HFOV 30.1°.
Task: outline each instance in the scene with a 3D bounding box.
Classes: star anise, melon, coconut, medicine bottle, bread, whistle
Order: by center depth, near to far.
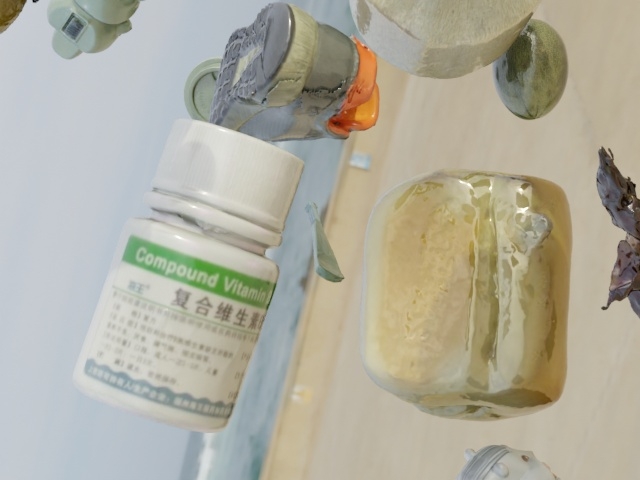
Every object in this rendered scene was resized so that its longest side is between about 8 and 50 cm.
[{"bbox_3d":[-0.103,0.028,0.977,0.139,0.139,0.236,160,131,-85],"label":"medicine bottle"},{"bbox_3d":[0.326,-0.007,1.097,0.053,0.157,0.212,-130,27,-64],"label":"star anise"},{"bbox_3d":[0.146,-0.317,1.345,0.266,0.237,0.237,76,-154,-77],"label":"coconut"},{"bbox_3d":[0.268,-0.219,1.519,0.098,0.098,0.130,139,130,-83],"label":"melon"},{"bbox_3d":[-0.296,-0.306,1.556,0.253,0.106,0.101,-36,78,53],"label":"whistle"},{"bbox_3d":[0.232,0.092,1.866,0.253,0.348,0.376,24,-114,-59],"label":"bread"}]

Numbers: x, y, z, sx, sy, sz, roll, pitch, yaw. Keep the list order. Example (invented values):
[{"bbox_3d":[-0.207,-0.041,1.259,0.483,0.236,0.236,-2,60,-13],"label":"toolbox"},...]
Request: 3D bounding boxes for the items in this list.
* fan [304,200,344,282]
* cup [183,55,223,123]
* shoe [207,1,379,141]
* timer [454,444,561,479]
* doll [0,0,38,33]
[{"bbox_3d":[0.000,0.000,1.489,0.016,0.038,0.193,-56,21,20],"label":"fan"},{"bbox_3d":[-0.140,-0.235,1.836,0.141,0.120,0.120,-66,-8,-66],"label":"cup"},{"bbox_3d":[-0.020,-0.169,1.348,0.336,0.171,0.132,161,121,-70],"label":"shoe"},{"bbox_3d":[0.310,0.432,1.783,0.315,0.291,0.290,59,-162,-26],"label":"timer"},{"bbox_3d":[-0.208,-0.221,0.841,0.097,0.209,0.137,17,-133,-60],"label":"doll"}]
